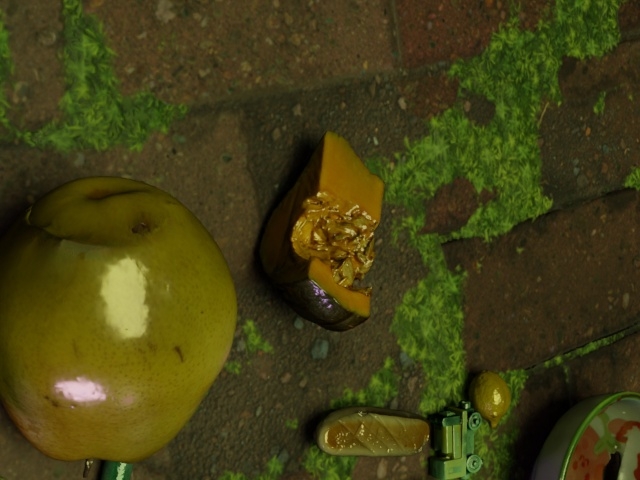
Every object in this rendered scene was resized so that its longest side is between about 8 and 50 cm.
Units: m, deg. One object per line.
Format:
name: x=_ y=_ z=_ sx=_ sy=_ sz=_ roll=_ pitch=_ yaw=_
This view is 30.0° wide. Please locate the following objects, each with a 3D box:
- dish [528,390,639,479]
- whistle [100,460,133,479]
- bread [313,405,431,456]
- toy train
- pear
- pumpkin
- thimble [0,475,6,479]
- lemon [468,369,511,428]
dish: x=0.427 y=0.392 z=1.921 sx=0.324 sy=0.124 sz=0.324 roll=-7 pitch=100 yaw=-43
whistle: x=-0.243 y=0.266 z=1.445 sx=0.039 sy=0.039 sz=0.186 roll=17 pitch=80 yaw=-37
bread: x=0.070 y=0.267 z=1.678 sx=0.214 sy=0.053 sz=0.073 roll=9 pitch=90 yaw=-40
toy train: x=0.201 y=0.302 z=1.787 sx=0.081 sy=0.050 sz=0.122 roll=-5 pitch=96 yaw=-30
pear: x=-0.228 y=0.099 z=1.305 sx=0.285 sy=0.285 sz=0.336 roll=-29 pitch=108 yaw=-34
pumpkin: x=-0.001 y=-0.003 z=1.583 sx=0.131 sy=0.126 sz=0.248 roll=30 pitch=54 yaw=-26
thimble: x=-0.442 y=0.274 z=1.153 sx=0.288 sy=0.254 sz=0.167 roll=29 pitch=75 yaw=-36
lemon: x=0.257 y=0.240 z=1.815 sx=0.065 sy=0.065 sz=0.092 roll=-15 pitch=95 yaw=-37
